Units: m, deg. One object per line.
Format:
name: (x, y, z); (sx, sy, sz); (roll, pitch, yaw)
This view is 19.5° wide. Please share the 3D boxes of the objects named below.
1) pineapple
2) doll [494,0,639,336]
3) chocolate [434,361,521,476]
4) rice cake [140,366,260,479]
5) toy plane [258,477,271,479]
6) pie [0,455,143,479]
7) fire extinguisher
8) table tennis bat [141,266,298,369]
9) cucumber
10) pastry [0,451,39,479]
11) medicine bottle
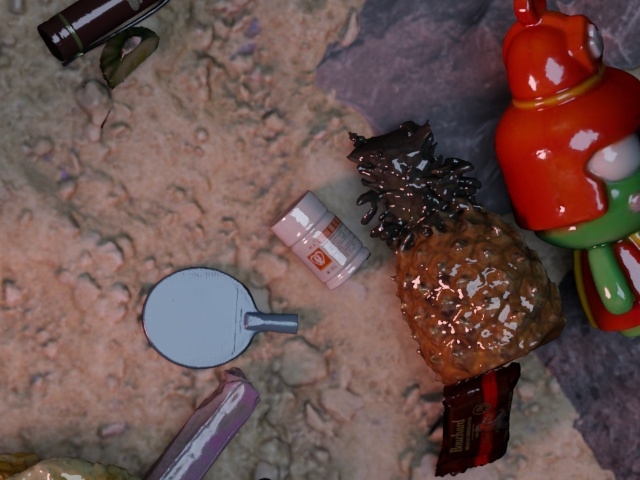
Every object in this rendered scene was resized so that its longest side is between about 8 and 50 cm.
pineapple: (0.125, -0.002, 1.825); (0.158, 0.158, 0.278); (-24, 81, -12)
doll: (0.256, -0.081, 1.825); (0.182, 0.160, 0.363); (-45, 120, -52)
chocolate: (0.153, 0.177, 1.809); (0.086, 0.182, 0.028); (-15, 58, -13)
rice cake: (-0.147, 0.237, 1.792); (0.049, 0.055, 0.270); (39, 78, -12)
toy plane: (-0.109, 0.346, 1.783); (0.246, 0.078, 0.169); (-41, 97, -11)
pie: (-0.233, 0.341, 1.671); (0.306, 0.071, 0.306); (1, 88, -25)
fire extinguisher: (-0.197, -0.230, 1.806); (0.158, 0.043, 0.064); (-34, 125, -11)
table tennis bat: (-0.098, 0.077, 1.828); (0.155, 0.019, 0.100); (3, 87, -10)
cucumber: (-0.186, -0.183, 1.774); (0.067, 0.107, 0.035); (-42, 91, -9)
pastry: (-0.315, 0.322, 1.726); (0.154, 0.102, 0.250); (2, 89, -24)
medicine bottle: (0.000, 0.000, 1.832); (0.089, 0.057, 0.057); (46, 80, -6)
